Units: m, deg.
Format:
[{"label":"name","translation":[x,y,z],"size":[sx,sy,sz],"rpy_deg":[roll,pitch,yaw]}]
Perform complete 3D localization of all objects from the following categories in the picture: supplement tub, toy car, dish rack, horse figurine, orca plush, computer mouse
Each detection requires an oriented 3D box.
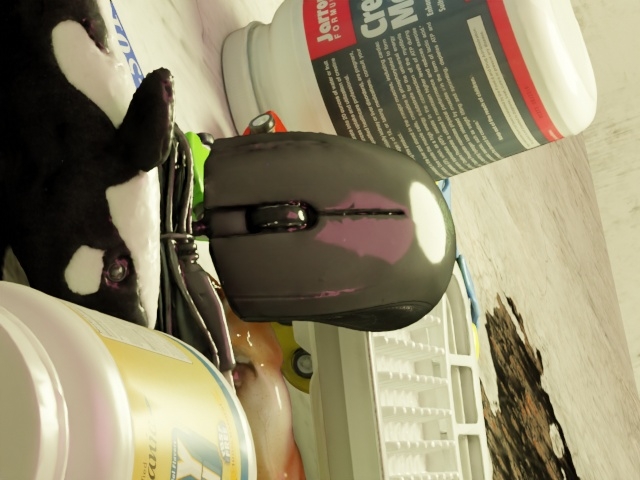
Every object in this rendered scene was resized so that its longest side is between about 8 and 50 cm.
[{"label":"supplement tub","translation":[-0.126,0.096,0.754],"size":[0.200,0.144,0.144],"rpy_deg":[28,45,-67]},{"label":"toy car","translation":[-0.062,-0.014,1.260],"size":[0.225,0.053,0.239],"rpy_deg":[41,33,-60]},{"label":"dish rack","translation":[0.056,0.141,1.287],"size":[0.333,0.072,0.285],"rpy_deg":[22,62,-73]},{"label":"supplement tub","translation":[0.076,-0.141,1.459],"size":[0.191,0.272,0.191],"rpy_deg":[-19,90,-74]},{"label":"horse figurine","translation":[-0.059,0.113,1.108],"size":[0.174,0.066,0.263],"rpy_deg":[-40,112,-68]},{"label":"orca plush","translation":[-0.154,-0.086,0.939],"size":[0.102,0.151,0.287],"rpy_deg":[-3,96,-36]},{"label":"computer mouse","translation":[0.000,0.000,1.064],"size":[0.272,0.072,0.188],"rpy_deg":[-3,76,-46]}]

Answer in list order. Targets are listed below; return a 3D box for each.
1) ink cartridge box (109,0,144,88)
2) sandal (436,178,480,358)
[{"label":"ink cartridge box","translation":[-0.164,-0.140,1.075],"size":[0.097,0.046,0.207],"rpy_deg":[-58,128,-69]},{"label":"sandal","translation":[0.076,-0.007,1.617],"size":[0.138,0.126,0.317],"rpy_deg":[17,64,-75]}]
